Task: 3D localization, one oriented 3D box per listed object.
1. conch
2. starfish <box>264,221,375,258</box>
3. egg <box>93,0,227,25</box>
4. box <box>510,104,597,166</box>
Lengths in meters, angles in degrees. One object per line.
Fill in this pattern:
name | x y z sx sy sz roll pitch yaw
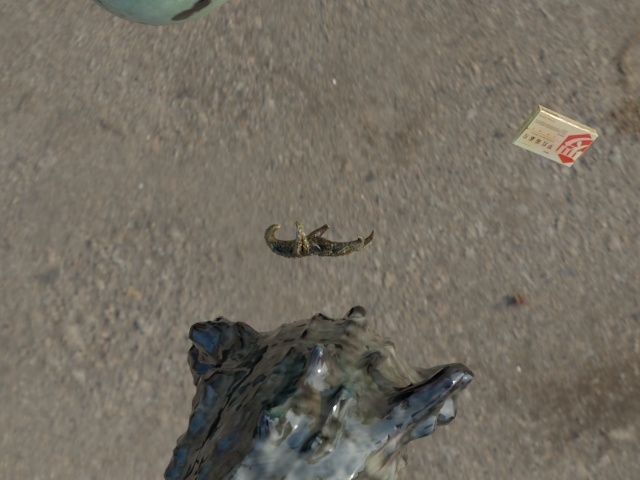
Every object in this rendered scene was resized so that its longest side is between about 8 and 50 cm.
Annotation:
conch | -0.006 0.159 0.748 0.186 0.313 0.241 10 104 -2
starfish | 0.000 0.000 0.891 0.091 0.078 0.028 1 92 -27
egg | -0.094 -0.206 0.763 0.164 0.131 0.131 -12 118 48
box | 0.287 -0.127 1.465 0.093 0.015 0.058 19 130 -24
